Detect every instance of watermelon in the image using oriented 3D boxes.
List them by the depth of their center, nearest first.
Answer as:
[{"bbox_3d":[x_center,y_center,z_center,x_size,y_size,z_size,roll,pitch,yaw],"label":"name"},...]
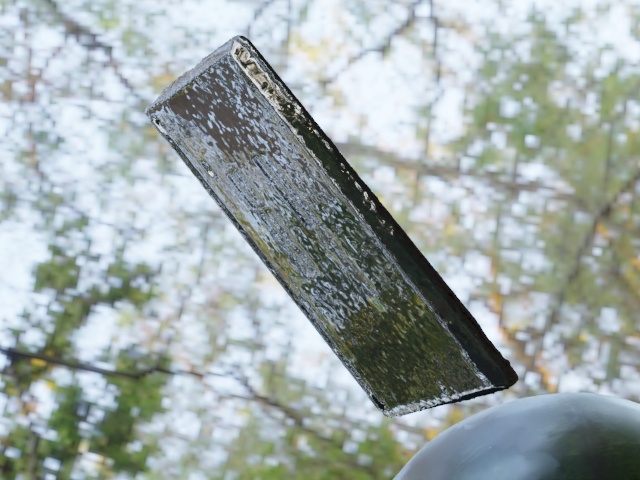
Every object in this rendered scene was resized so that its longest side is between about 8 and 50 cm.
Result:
[{"bbox_3d":[0.131,0.202,0.982,0.242,0.242,0.242,-11,-75,-48],"label":"watermelon"}]

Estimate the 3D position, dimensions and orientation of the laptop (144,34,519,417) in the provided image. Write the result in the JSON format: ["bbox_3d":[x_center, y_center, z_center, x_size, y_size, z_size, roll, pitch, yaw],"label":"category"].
[{"bbox_3d":[0.000,0.000,0.834,0.016,0.135,0.197,-43,-83,-23],"label":"laptop"}]
